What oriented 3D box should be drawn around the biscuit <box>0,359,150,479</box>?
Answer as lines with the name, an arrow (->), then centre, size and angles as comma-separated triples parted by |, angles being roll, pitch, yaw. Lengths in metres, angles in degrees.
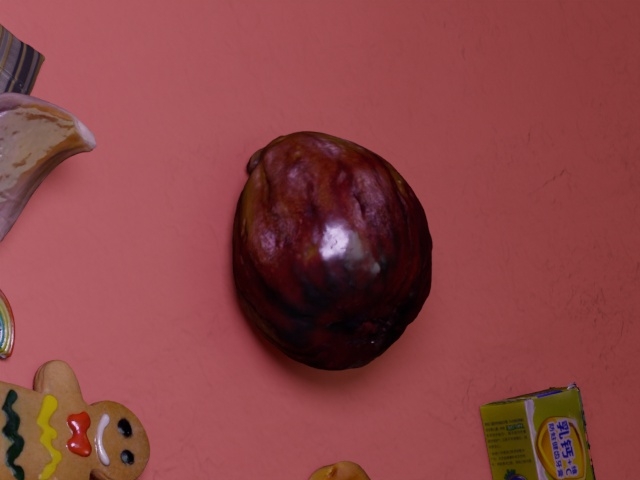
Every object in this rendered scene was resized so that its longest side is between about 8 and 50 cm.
biscuit -> -0.258, 0.188, 1.885 | 0.240, 0.035, 0.158 | 8, 66, -43

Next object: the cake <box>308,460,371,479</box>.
cake -> 0.022, 0.284, 2.154 | 0.084, 0.044, 0.084 | 11, 75, -44

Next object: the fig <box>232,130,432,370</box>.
fig -> 0.009, 0.007, 2.091 | 0.224, 0.224, 0.263 | -4, 84, -45

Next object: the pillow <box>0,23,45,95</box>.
pillow -> -0.356, -0.186, 1.888 | 0.203, 0.038, 0.113 | 35, 60, -35

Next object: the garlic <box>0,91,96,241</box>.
garlic -> -0.308, -0.049, 1.850 | 0.129, 0.090, 0.198 | 30, 74, -10

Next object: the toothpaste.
toothpaste -> 0.281, 0.344, 2.375 | 0.110, 0.077, 0.327 | -8, 86, -44

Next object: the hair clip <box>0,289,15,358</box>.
hair clip -> -0.354, 0.046, 1.842 | 0.188, 0.033, 0.060 | 34, 56, -35
